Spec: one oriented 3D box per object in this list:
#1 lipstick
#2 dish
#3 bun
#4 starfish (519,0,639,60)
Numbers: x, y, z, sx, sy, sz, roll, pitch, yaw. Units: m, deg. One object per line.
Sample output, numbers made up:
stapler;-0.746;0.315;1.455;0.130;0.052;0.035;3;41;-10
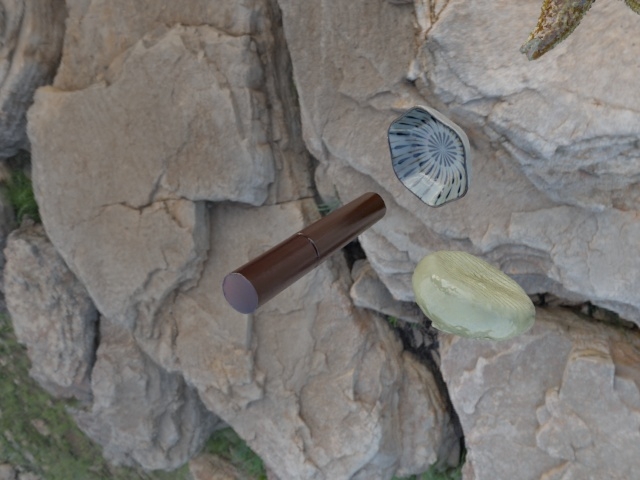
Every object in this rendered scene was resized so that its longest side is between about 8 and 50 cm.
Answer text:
lipstick;0.000;0.000;0.671;0.057;0.356;0.057;13;116;28
dish;0.206;-0.155;0.836;0.190;0.066;0.191;42;150;31
bun;0.256;0.111;0.824;0.222;0.222;0.127;34;114;14
starfish;0.244;-0.291;0.440;0.227;0.043;0.240;37;99;14
